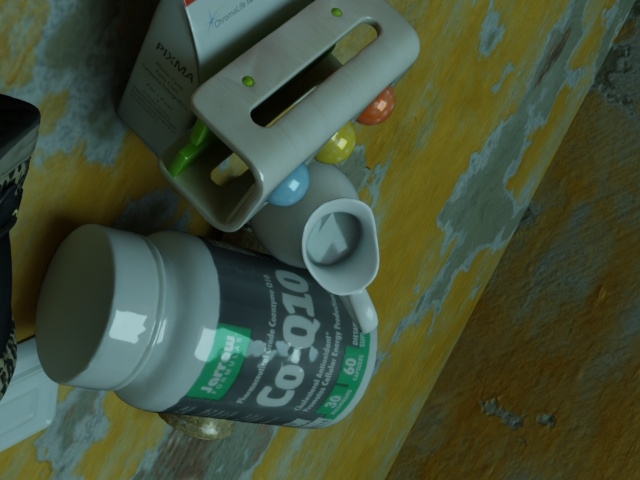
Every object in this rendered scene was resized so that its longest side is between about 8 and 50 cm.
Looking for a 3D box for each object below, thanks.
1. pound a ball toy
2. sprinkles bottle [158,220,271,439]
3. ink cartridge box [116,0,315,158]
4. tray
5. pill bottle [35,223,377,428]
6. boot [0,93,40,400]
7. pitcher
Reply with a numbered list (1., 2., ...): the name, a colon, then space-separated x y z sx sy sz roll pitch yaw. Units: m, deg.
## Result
1. pound a ball toy: -0.021 -0.129 1.018 0.319 0.136 0.208 -44 178 -36
2. sprinkles bottle: -0.116 0.095 1.327 0.121 0.121 0.355 0 114 -62
3. ink cartridge box: -0.034 -0.271 0.966 0.308 0.091 0.385 -45 -179 -33
4. tray: -0.377 0.200 1.036 0.270 0.030 0.145 -26 137 -53
5. pill bottle: -0.125 0.103 1.106 0.361 0.204 0.204 15 101 -40
6. boot: -0.352 0.064 0.770 0.377 0.138 0.284 -66 171 -57
7. pitcher: 0.000 0.000 1.078 0.125 0.207 0.178 -23 117 -12
